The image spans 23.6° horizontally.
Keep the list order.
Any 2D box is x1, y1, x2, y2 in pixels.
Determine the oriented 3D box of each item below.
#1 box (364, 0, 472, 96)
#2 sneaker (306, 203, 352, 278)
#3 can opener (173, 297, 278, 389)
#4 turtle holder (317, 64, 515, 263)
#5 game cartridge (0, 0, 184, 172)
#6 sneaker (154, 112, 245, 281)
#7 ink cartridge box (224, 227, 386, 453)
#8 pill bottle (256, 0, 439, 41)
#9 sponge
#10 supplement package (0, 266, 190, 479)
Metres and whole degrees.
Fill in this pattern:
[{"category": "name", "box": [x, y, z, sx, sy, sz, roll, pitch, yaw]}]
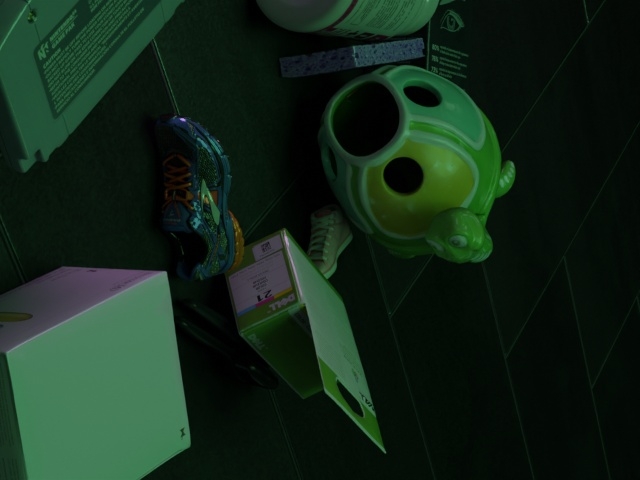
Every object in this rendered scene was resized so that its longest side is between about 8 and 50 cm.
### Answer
[{"category": "box", "box": [0.149, -0.316, 2.293, 0.153, 0.108, 0.207, 5, 87, -60]}, {"category": "sneaker", "box": [0.000, 0.000, 2.115, 0.134, 0.051, 0.070, -57, 136, -47]}, {"category": "can opener", "box": [-0.118, 0.124, 1.912, 0.186, 0.073, 0.059, 46, 61, -40]}, {"category": "turtle holder", "box": [0.115, -0.092, 2.095, 0.227, 0.243, 0.320, 37, 46, -53]}, {"category": "game cartridge", "box": [-0.232, -0.231, 1.490, 0.297, 0.062, 0.198, -55, 152, -30]}, {"category": "sneaker", "box": [-0.153, -0.047, 1.819, 0.087, 0.083, 0.221, -39, 122, -43]}, {"category": "ink cartridge box", "box": [-0.022, 0.141, 1.920, 0.189, 0.097, 0.255, 51, 18, -48]}, {"category": "pill bottle", "box": [0.043, -0.350, 2.054, 0.283, 0.160, 0.160, -5, 97, -60]}, {"category": "sponge", "box": [0.047, -0.251, 2.109, 0.210, 0.117, 0.031, -19, 101, -59]}, {"category": "supplement package", "box": [-0.272, 0.159, 1.554, 0.262, 0.145, 0.204, -30, 118, -57]}]
